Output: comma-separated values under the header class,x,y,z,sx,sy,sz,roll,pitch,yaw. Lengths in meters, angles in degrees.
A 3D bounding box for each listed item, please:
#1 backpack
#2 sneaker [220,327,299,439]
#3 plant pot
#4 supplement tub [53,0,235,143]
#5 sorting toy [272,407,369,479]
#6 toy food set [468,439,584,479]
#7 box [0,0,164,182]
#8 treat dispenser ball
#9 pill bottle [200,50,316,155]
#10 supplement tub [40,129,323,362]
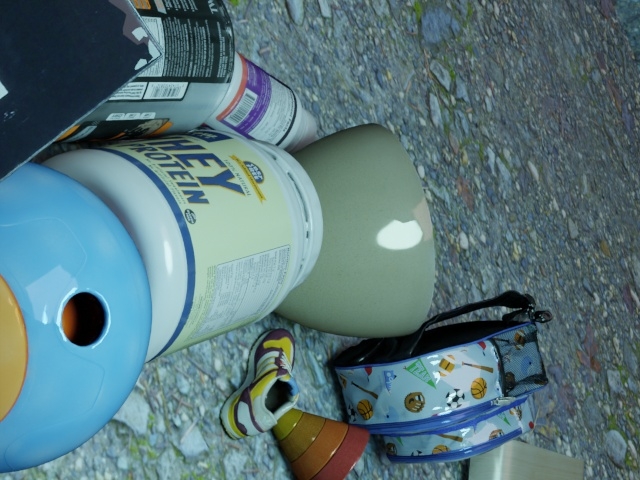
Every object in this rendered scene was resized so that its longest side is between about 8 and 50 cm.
class,x,y,z,sx,sy,sz,roll,pitch,yaw
backpack,0.157,0.202,1.919,0.263,0.276,0.213,-3,79,-43
sneaker,-0.055,0.179,1.751,0.069,0.084,0.185,55,38,-26
plant pot,0.000,0.000,1.784,0.190,0.284,0.284,-9,83,-21
supplement tub,-0.265,-0.209,1.496,0.338,0.207,0.207,-9,84,-56
sorting toy,-0.043,0.304,1.673,0.126,0.127,0.365,41,24,-6
toy food set,0.324,0.445,2.208,0.306,0.092,0.220,22,70,-48
box,-0.352,-0.136,1.119,0.343,0.312,0.179,-40,115,-13
treat dispenser ball,-0.299,0.068,1.255,0.288,0.288,0.288,28,55,-48
pill bottle,-0.093,-0.174,1.823,0.193,0.108,0.108,29,53,-47
supplement tub,-0.164,0.001,1.531,0.325,0.235,0.235,-18,91,-57
